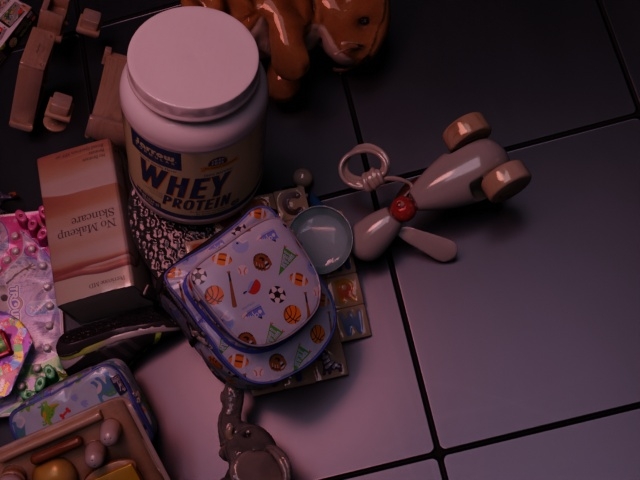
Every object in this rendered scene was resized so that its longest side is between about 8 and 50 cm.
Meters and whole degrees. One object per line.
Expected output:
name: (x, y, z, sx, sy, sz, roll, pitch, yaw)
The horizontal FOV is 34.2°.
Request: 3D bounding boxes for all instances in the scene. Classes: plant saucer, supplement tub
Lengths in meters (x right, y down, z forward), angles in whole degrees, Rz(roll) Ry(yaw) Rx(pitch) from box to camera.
plant saucer: (0.000, 0.000, 1.794, 0.119, 0.021, 0.119, -2, 83, 15)
supplement tub: (-0.204, -0.198, 1.695, 0.235, 0.325, 0.235, 2, 60, -4)

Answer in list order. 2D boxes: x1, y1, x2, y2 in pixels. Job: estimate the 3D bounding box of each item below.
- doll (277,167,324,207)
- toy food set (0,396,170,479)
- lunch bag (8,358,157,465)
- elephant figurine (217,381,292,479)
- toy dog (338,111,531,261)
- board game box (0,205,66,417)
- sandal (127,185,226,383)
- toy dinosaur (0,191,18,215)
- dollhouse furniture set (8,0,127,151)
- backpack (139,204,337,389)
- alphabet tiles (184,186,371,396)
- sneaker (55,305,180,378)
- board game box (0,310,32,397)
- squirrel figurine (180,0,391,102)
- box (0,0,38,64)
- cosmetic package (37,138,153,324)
doll: (-0.048, -0.045, 1.881, 0.129, 0.046, 0.189, 5, 64, 22)
toy food set: (-0.399, 0.411, 1.688, 0.306, 0.092, 0.220, -23, 108, 1)
lunch bag: (-0.398, 0.315, 1.766, 0.219, 0.090, 0.176, -25, 95, 1)
elephant figurine: (-0.115, 0.378, 1.679, 0.169, 0.186, 0.239, 6, 58, 56)
toy dog: (0.210, -0.079, 1.817, 0.333, 0.161, 0.220, -15, 70, 20)
board game box: (-0.667, 0.135, 1.877, 0.390, 0.050, 0.390, -6, 68, -6)
sandal: (-0.217, 0.053, 1.856, 0.167, 0.107, 0.446, -23, 81, -3)
toy dinosaur: (-0.628, -0.090, 2.006, 0.082, 0.047, 0.090, -15, 56, -15)
dollhouse furniture set: (-0.406, -0.282, 2.033, 0.355, 0.174, 0.303, 15, 50, -14)
backpack: (-0.103, 0.103, 1.686, 0.276, 0.213, 0.263, -36, 95, -17)
alphabet tiles: (-0.073, 0.084, 1.797, 0.285, 0.011, 0.343, -11, 79, -10)
sneaker: (-0.353, 0.188, 1.845, 0.234, 0.084, 0.097, -14, 112, -9)
board game box: (-0.586, 0.197, 1.812, 0.133, 0.033, 0.169, 18, 68, 3)
squirrel figurine: (-0.065, -0.462, 1.925, 0.370, 0.281, 0.397, -10, 71, -1)
box: (-0.688, -0.414, 2.135, 0.114, 0.036, 0.207, 30, 78, 19)
cosmetic package: (-0.409, -0.015, 1.890, 0.153, 0.129, 0.296, -17, 69, 3)
